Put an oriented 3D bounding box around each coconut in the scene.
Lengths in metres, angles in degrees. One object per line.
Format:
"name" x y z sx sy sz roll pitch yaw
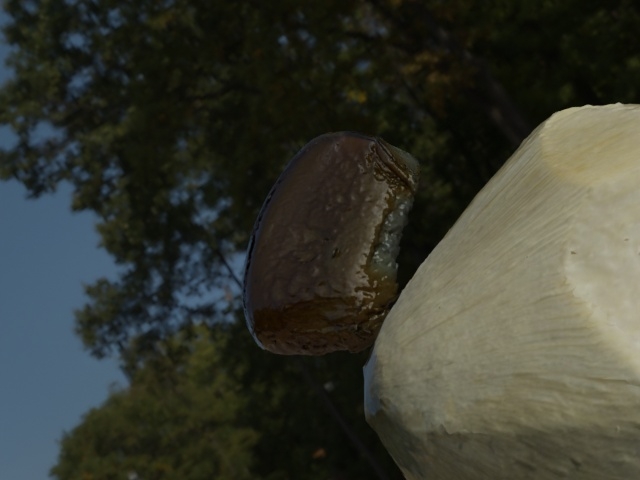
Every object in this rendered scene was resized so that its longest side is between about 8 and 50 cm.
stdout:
"coconut" 0.149 0.063 0.478 0.265 0.237 0.237 3 -15 -1

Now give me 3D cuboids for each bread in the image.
"bread" 0.000 0.000 0.665 0.044 0.129 0.126 29 -19 -35
